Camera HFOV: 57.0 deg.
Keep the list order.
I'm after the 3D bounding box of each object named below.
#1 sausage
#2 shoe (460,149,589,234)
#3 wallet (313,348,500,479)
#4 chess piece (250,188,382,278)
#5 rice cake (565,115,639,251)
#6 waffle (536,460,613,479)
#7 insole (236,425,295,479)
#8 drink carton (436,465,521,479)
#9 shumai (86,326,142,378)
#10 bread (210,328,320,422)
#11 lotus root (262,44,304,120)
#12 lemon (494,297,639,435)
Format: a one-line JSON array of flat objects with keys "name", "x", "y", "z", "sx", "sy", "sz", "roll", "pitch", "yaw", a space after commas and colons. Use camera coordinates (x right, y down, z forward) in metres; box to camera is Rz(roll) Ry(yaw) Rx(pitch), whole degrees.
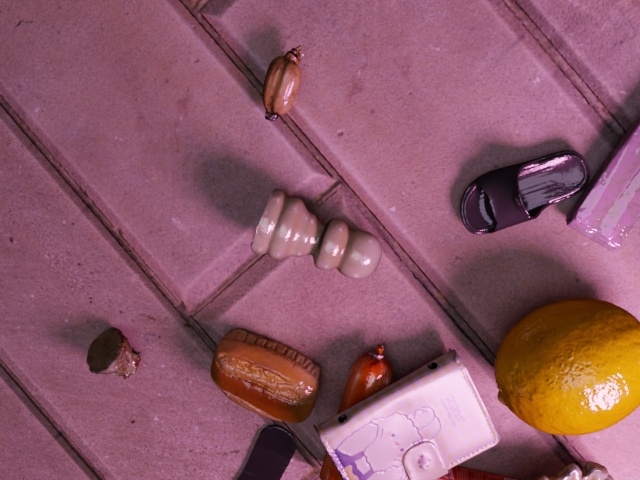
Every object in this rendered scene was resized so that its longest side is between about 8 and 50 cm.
[{"name": "sausage", "x": 0.080, "y": 0.355, "z": 1.199, "sx": 0.092, "sy": 0.093, "sz": 0.312, "roll": 17, "pitch": 101, "yaw": 7}, {"name": "shoe", "x": 0.369, "y": -0.089, "z": 1.067, "sx": 0.240, "sy": 0.093, "sz": 0.108, "roll": -23, "pitch": 96, "yaw": 12}, {"name": "wallet", "x": 0.169, "y": 0.370, "z": 1.137, "sx": 0.309, "sy": 0.077, "sz": 0.223, "roll": -28, "pitch": 105, "yaw": -7}, {"name": "chess piece", "x": 0.000, "y": 0.000, "z": 1.143, "sx": 0.243, "sy": 0.133, "sz": 0.133, "roll": 20, "pitch": 103, "yaw": -1}, {"name": "rice cake", "x": 0.562, "y": -0.130, "z": 1.045, "sx": 0.106, "sy": 0.050, "sz": 0.298, "roll": 31, "pitch": 104, "yaw": 3}, {"name": "waffle", "x": 0.454, "y": 0.567, "z": 1.135, "sx": 0.309, "sy": 0.056, "sz": 0.292, "roll": -30, "pitch": 109, "yaw": 0}, {"name": "insole", "x": -0.156, "y": 0.558, "z": 1.321, "sx": 0.119, "sy": 0.009, "sz": 0.349, "roll": 28, "pitch": 104, "yaw": 3}, {"name": "drink carton", "x": 0.293, "y": 0.522, "z": 1.199, "sx": 0.222, "sy": 0.071, "sz": 0.096, "roll": 9, "pitch": 103, "yaw": 9}, {"name": "shumai", "x": -0.444, "y": 0.254, "z": 1.289, "sx": 0.099, "sy": 0.123, "sz": 0.087, "roll": -47, "pitch": 130, "yaw": -4}, {"name": "bread", "x": -0.116, "y": 0.282, "z": 1.215, "sx": 0.236, "sy": 0.106, "sz": 0.140, "roll": 22, "pitch": 105, "yaw": 7}, {"name": "lotus root", "x": -0.071, "y": -0.301, "z": 1.125, "sx": 0.072, "sy": 0.063, "sz": 0.152, "roll": 38, "pitch": 113, "yaw": 30}, {"name": "lemon", "x": 0.442, "y": 0.220, "z": 1.038, "sx": 0.236, "sy": 0.236, "sz": 0.263, "roll": 37, "pitch": 94, "yaw": 2}]
